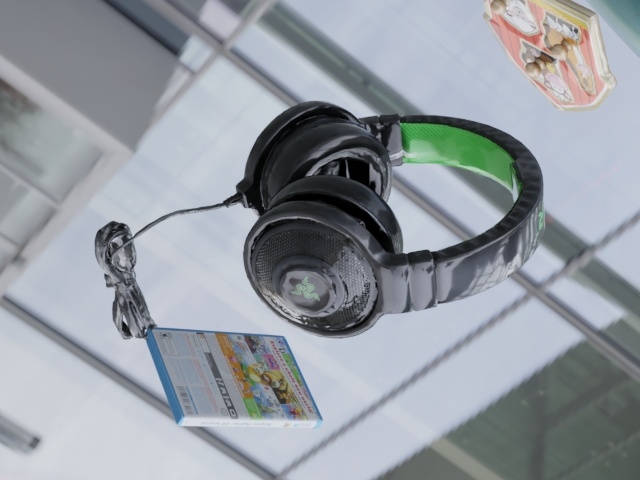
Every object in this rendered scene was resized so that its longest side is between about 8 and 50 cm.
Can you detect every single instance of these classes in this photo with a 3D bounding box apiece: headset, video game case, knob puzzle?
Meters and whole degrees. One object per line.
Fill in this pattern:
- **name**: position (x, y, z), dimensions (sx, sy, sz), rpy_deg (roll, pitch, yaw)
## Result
- **headset**: position (0.000, 0.000, 1.178), dimensions (0.243, 0.394, 0.185), rpy_deg (-95, 180, -56)
- **video game case**: position (-0.087, 0.139, 1.344), dimensions (0.015, 0.166, 0.119), rpy_deg (-57, -137, 32)
- **knob puzzle**: position (0.244, -0.205, 1.466), dimensions (0.030, 0.213, 0.213), rpy_deg (-43, -165, -13)

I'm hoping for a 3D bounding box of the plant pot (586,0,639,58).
- **plant pot**: position (0.477, -0.294, 1.531), dimensions (0.293, 0.235, 0.293), rpy_deg (-27, 160, -11)
